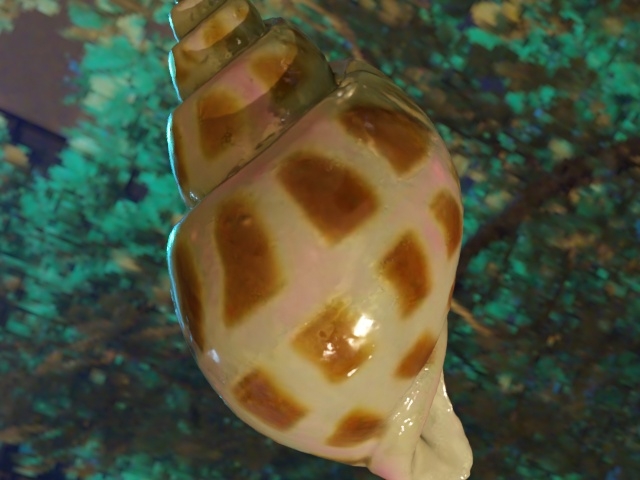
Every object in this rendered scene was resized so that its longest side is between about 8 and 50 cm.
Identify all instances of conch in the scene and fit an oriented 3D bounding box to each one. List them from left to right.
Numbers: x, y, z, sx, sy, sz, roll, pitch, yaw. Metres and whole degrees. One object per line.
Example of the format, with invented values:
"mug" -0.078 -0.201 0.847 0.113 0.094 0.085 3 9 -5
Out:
"conch" 0.000 0.001 1.017 0.197 0.249 0.368 0 -80 10
